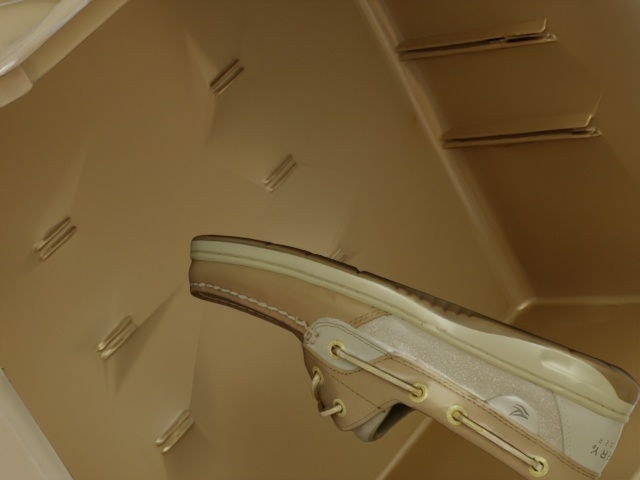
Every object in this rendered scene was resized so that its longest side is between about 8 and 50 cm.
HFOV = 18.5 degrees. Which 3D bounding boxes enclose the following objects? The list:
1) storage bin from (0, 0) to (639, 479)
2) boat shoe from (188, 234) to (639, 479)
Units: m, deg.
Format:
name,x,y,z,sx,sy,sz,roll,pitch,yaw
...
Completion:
name,x,y,z,sx,sy,sz,roll,pitch,yaw
storage bin,0.000,0.000,0.618,0.123,0.262,0.260,-2,35,45
boat shoe,0.019,0.035,0.551,0.135,0.045,0.050,20,-2,19
